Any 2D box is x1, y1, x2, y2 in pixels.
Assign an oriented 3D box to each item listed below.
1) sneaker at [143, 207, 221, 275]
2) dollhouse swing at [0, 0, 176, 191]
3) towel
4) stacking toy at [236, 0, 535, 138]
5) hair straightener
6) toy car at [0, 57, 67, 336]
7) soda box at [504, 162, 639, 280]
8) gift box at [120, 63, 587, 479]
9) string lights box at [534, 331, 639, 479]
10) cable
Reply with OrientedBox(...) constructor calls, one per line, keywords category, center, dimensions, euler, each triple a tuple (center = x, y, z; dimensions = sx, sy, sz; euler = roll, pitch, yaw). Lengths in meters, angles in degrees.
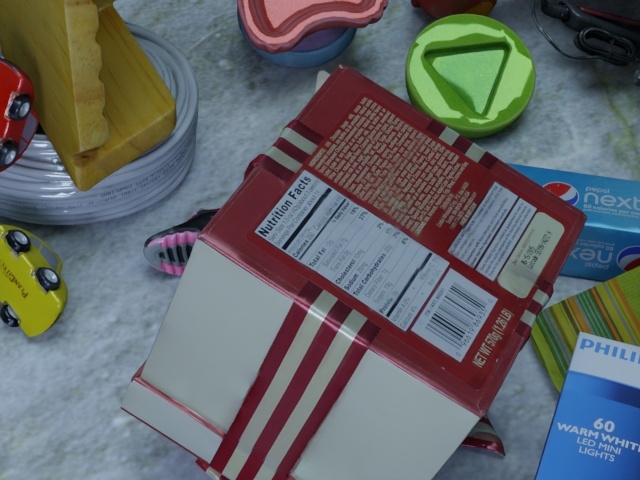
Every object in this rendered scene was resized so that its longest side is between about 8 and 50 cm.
OrientedBox(category="sneaker", center=(-0.108, -0.006, 1.264), dimensions=(0.119, 0.047, 0.057), euler=(-13, 39, -25))
OrientedBox(category="dollhouse swing", center=(-0.127, -0.289, 1.211), dimensions=(0.305, 0.347, 0.315), euler=(-18, 48, -21))
OrientedBox(category="towel", center=(0.291, 0.051, 1.165), dimensions=(0.237, 0.021, 0.102), euler=(-26, 47, 4))
OrientedBox(category="stacking toy", center=(0.071, -0.205, 1.465), dimensions=(0.309, 0.130, 0.279), euler=(-10, 71, -8))
OrientedBox(category="hair straightener", center=(0.321, -0.202, 1.432), dimensions=(0.230, 0.047, 0.089), euler=(17, 43, -14))
OrientedBox(category="toy car", center=(-0.321, -0.030, 1.227), dimensions=(0.225, 0.239, 0.053), euler=(-7, 4, 26))
OrientedBox(category="soda box", center=(0.249, -0.012, 1.259), dimensions=(0.210, 0.067, 0.071), euler=(9, 45, 7))
OrientedBox(category="gift box", center=(0.030, 0.080, 1.032), dimensions=(0.276, 0.258, 0.255), euler=(37, 49, 6))
OrientedBox(category="string lights box", center=(0.180, 0.205, 0.984), dimensions=(0.076, 0.133, 0.260), euler=(14, 46, 13))
OrientedBox(category="cable", center=(-0.243, -0.116, 1.339), dimensions=(0.257, 0.089, 0.257), euler=(-16, 47, -19))
